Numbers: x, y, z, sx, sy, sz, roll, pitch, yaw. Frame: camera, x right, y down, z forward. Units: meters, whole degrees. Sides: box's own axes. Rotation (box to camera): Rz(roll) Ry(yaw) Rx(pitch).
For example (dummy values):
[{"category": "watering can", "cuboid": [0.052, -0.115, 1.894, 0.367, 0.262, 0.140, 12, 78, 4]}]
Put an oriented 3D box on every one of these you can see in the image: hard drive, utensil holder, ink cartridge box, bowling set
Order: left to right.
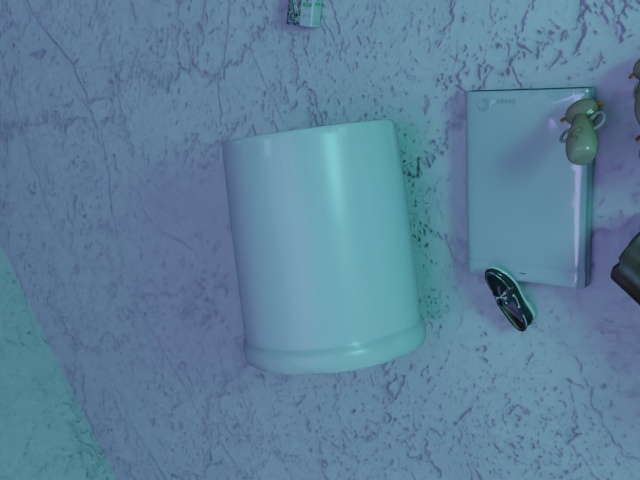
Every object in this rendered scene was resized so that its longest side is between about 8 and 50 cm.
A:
[{"category": "ink cartridge box", "cuboid": [-0.028, -0.459, 1.388, 0.062, 0.029, 0.115, 19, 114, 34]}, {"category": "utensil holder", "cuboid": [0.000, 0.000, 1.302, 0.327, 0.327, 0.386, -3, 99, 39]}, {"category": "hard drive", "cuboid": [0.332, -0.087, 1.196, 0.203, 0.040, 0.308, 7, 107, 37]}, {"category": "bowling set", "cuboid": [0.489, -0.160, 1.009, 0.287, 0.154, 0.200, -27, 120, 37]}]

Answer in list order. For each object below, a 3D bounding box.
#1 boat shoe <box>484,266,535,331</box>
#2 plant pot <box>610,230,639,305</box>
[{"category": "boat shoe", "cuboid": [0.309, 0.097, 1.232, 0.046, 0.038, 0.125, -12, 121, 52]}, {"category": "plant pot", "cuboid": [0.506, 0.058, 1.027, 0.165, 0.167, 0.167, 44, 125, 30]}]
